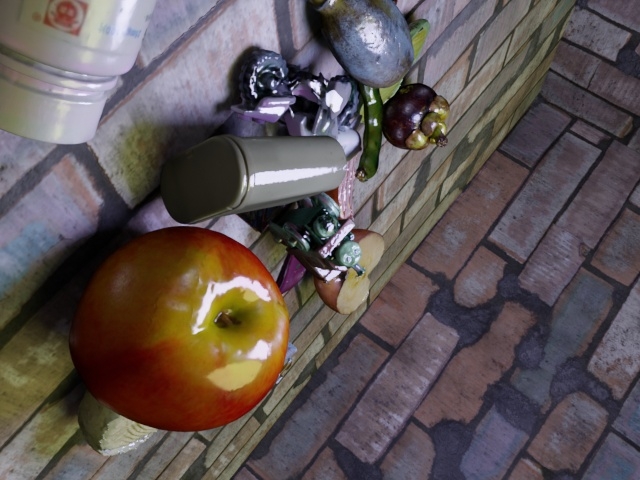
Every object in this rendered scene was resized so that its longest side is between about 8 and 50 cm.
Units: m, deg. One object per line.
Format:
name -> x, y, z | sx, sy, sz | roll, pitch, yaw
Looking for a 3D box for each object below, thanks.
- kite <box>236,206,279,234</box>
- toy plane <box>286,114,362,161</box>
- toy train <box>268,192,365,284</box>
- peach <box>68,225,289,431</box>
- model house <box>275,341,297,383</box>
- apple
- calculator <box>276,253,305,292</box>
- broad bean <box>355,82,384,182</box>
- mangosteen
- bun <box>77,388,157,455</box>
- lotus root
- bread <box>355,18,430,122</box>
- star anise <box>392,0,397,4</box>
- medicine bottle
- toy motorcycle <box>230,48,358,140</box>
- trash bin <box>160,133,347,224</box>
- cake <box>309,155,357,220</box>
kite -> -0.105, -0.092, 1.347 | 0.241, 0.183, 0.014 | -30, 136, 32
toy plane -> 0.009, -0.221, 1.500 | 0.267, 0.123, 0.267 | -48, 160, -24
toy train -> 0.000, 0.000, 1.631 | 0.150, 0.221, 0.304 | -46, -166, -13
peach -> -0.249, 0.158, 1.160 | 0.388, 0.388, 0.388 | -48, 162, -21
model house -> -0.197, 0.317, 1.801 | 0.198, 0.224, 0.215 | -46, 162, -24
apple -> 0.071, 0.083, 2.177 | 0.251, 0.163, 0.293 | 3, 109, -58
calculator -> -0.081, 0.089, 2.005 | 0.127, 0.034, 0.190 | -28, 148, -52
broad bean -> 0.110, -0.260, 1.492 | 0.144, 0.049, 0.292 | 38, 54, -69
mangosteen -> 0.278, -0.333, 1.851 | 0.192, 0.217, 0.192 | -40, 155, -24
bun -> -0.402, 0.324, 1.392 | 0.259, 0.152, 0.259 | -35, 158, -17
lotus root -> 0.085, -0.406, 1.262 | 0.322, 0.140, 0.158 | 27, 81, -60
bread -> 0.175, -0.422, 1.656 | 0.301, 0.045, 0.301 | -51, 171, -11
star anise -> 0.120, -0.505, 1.374 | 0.168, 0.057, 0.168 | -49, 162, -22
medicine bottle -> -0.254, -0.253, 0.662 | 0.170, 0.170, 0.293 | -20, 141, -61
toy motorcycle -> -0.041, -0.246, 1.266 | 0.327, 0.143, 0.188 | 0, 112, -53
trash bin -> -0.116, -0.110, 1.150 | 0.247, 0.121, 0.243 | -11, 178, -44
cake -> 0.054, -0.158, 1.782 | 0.098, 0.135, 0.287 | -11, 126, -47
